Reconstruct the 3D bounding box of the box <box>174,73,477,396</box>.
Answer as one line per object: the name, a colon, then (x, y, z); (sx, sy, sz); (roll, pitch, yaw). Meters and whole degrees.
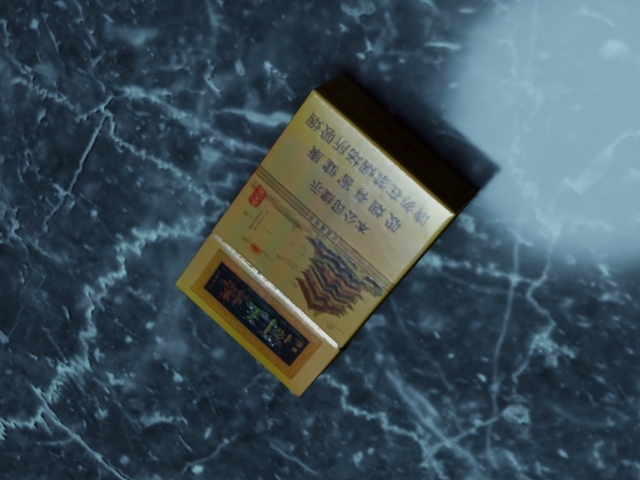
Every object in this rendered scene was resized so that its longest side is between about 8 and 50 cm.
box: (0.000, 0.000, 1.182); (0.174, 0.076, 0.274); (43, 122, 7)
